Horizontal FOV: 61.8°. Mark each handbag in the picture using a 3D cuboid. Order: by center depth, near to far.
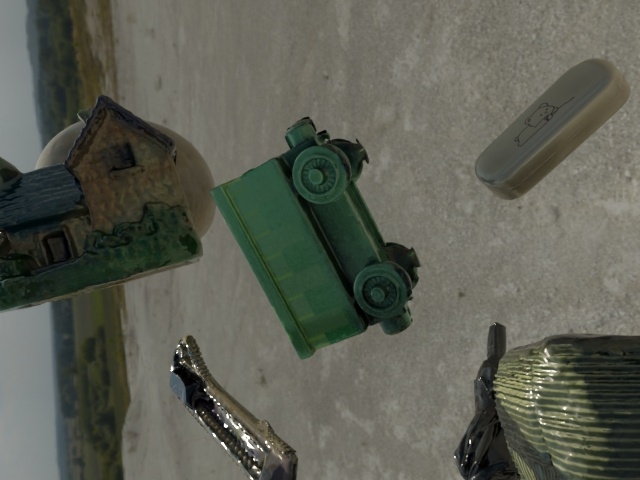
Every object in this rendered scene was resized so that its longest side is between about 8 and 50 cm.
[{"bbox_3d":[0.349,0.203,0.494,0.247,0.340,0.240,57,-151,-76],"label":"handbag"}]

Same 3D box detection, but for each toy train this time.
[{"bbox_3d":[0.000,0.000,0.704,0.202,0.120,0.301,-24,97,25],"label":"toy train"}]

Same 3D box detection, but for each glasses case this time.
[{"bbox_3d":[0.279,-0.134,0.656,0.196,0.050,0.083,-46,30,15],"label":"glasses case"}]

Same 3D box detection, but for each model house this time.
[{"bbox_3d":[-0.365,-0.063,0.824,0.245,0.312,0.280,163,91,-77],"label":"model house"}]

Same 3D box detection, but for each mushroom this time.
[{"bbox_3d":[-0.405,-0.089,1.130,0.295,0.362,0.362,-60,40,34],"label":"mushroom"}]

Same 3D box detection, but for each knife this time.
[{"bbox_3d":[-0.126,0.206,0.657,0.365,0.043,0.089,18,103,57],"label":"knife"}]

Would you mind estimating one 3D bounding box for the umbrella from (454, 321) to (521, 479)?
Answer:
[{"bbox_3d":[0.306,0.284,0.942,0.340,0.118,0.118,-70,4,-46],"label":"umbrella"}]
